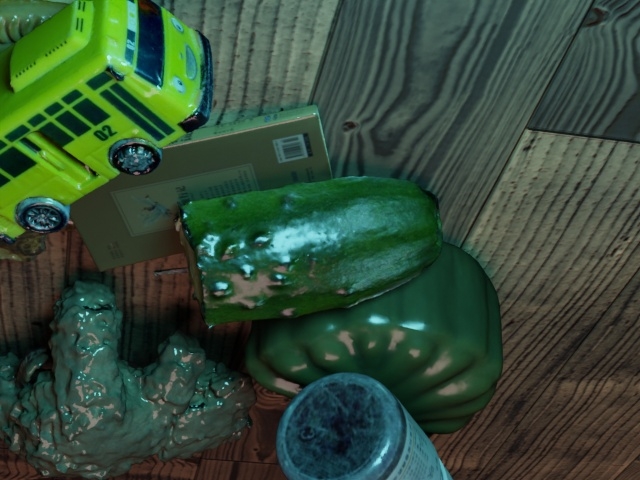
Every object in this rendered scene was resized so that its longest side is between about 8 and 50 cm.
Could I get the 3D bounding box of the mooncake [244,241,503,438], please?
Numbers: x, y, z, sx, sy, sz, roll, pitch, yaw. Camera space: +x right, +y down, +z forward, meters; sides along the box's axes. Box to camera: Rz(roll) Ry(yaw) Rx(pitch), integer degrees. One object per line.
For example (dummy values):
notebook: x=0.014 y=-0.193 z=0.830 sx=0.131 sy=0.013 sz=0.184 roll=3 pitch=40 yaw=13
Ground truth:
mooncake: x=0.079 y=0.145 z=1.658 sx=0.351 sy=0.187 sz=0.351 roll=0 pitch=144 yaw=0

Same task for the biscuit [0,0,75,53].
biscuit: x=-0.294 y=-0.163 z=1.276 sx=0.259 sy=0.079 sz=0.259 roll=-1 pitch=145 yaw=-1

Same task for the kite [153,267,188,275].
kite: x=-0.144 y=0.040 z=1.653 sx=0.152 sy=0.005 sz=0.137 roll=-10 pitch=145 yaw=15

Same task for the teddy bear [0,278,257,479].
teddy bear: x=-0.267 y=0.222 z=1.793 sx=0.367 sy=0.225 sz=0.357 roll=6 pitch=147 yaw=-38

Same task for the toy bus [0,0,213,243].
toy bus: x=-0.237 y=-0.122 z=1.160 sx=0.262 sy=0.128 sz=0.150 roll=-28 pitch=135 yaw=25

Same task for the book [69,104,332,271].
book: x=-0.140 y=-0.056 z=1.457 sx=0.310 sy=0.021 sz=0.217 roll=-11 pitch=147 yaw=1

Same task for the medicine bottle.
medicine bottle: x=0.066 y=0.291 z=1.566 sx=0.165 sy=0.165 sz=0.273 roll=-14 pitch=144 yaw=19

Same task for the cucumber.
cucumber: x=0.001 y=0.001 z=1.452 sx=0.325 sy=0.145 sz=0.105 roll=-8 pitch=154 yaw=-12

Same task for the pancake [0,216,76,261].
pancake: x=-0.335 y=-0.044 z=1.501 sx=0.286 sy=0.033 sz=0.288 roll=22 pitch=141 yaw=-32
